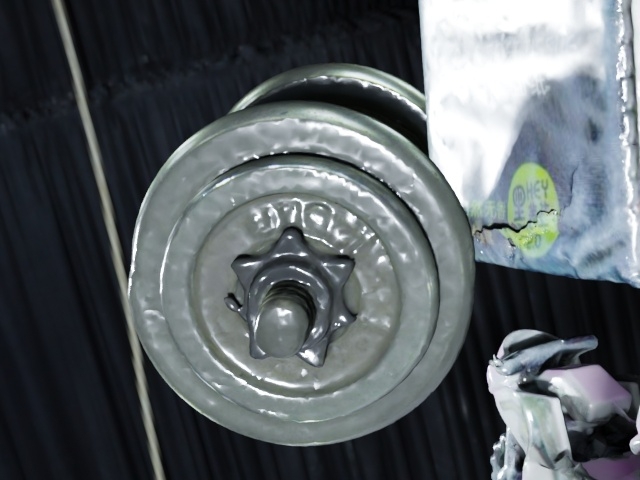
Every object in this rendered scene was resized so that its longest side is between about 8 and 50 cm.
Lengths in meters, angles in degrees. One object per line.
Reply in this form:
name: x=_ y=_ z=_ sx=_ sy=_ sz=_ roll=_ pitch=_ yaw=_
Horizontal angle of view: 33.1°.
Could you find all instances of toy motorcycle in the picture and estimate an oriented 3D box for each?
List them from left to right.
toy motorcycle: x=0.239 y=0.151 z=0.901 sx=0.143 sy=0.188 sz=0.327 roll=-6 pitch=-12 yaw=-29

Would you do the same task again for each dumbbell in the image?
dumbbell: x=0.000 y=0.000 z=0.637 sx=0.192 sy=0.192 sz=0.290 roll=-11 pitch=16 yaw=12

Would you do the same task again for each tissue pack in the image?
tissue pack: x=0.115 y=-0.103 z=0.530 sx=0.073 sy=0.236 sz=0.173 roll=-9 pitch=10 yaw=-24
